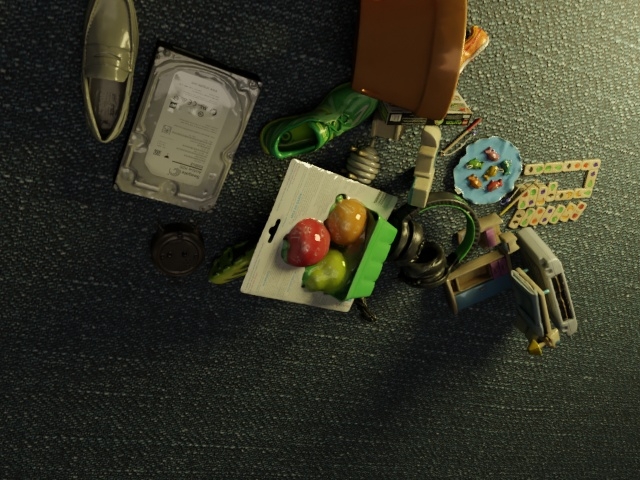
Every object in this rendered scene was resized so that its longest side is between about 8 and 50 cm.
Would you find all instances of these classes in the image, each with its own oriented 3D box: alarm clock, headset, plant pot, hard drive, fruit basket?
[{"bbox_3d":[-0.347,0.042,1.664,0.130,0.064,0.192,-2,124,-16],"label":"alarm clock"},{"bbox_3d":[0.242,0.050,1.772,0.394,0.185,0.243,-39,123,12],"label":"headset"},{"bbox_3d":[0.173,-0.407,1.439,0.204,0.290,0.290,5,120,-1],"label":"plant pot"},{"bbox_3d":[-0.297,-0.239,1.506,0.237,0.064,0.338,16,115,-24],"label":"hard drive"},{"bbox_3d":[0.000,0.000,1.631,0.353,0.165,0.326,16,100,-35],"label":"fruit basket"}]

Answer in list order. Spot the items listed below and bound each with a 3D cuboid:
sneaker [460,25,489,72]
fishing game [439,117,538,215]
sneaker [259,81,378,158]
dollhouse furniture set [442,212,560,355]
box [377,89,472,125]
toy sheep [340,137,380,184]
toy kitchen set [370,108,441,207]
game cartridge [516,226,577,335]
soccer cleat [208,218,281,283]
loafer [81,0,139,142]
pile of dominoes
[{"bbox_3d":[0.313,-0.424,1.593,0.067,0.064,0.175,40,98,-11],"label":"sneaker"},{"bbox_3d":[0.434,-0.177,1.765,0.189,0.041,0.264,-41,114,10],"label":"fishing game"},{"bbox_3d":[0.008,-0.259,1.550,0.296,0.123,0.109,-28,124,0],"label":"sneaker"},{"bbox_3d":[0.473,0.142,1.830,0.198,0.303,0.286,-24,124,-3],"label":"dollhouse furniture set"},{"bbox_3d":[0.237,-0.314,1.591,0.207,0.114,0.036,-2,134,-15],"label":"box"},{"bbox_3d":[0.102,-0.185,1.649,0.091,0.091,0.132,18,108,-26],"label":"toy sheep"},{"bbox_3d":[0.200,-0.212,1.666,0.166,0.122,0.207,14,126,10],"label":"toy kitchen set"},{"bbox_3d":[0.634,0.109,1.922,0.060,0.196,0.294,-27,124,0],"label":"game cartridge"},{"bbox_3d":[-0.145,0.035,1.701,0.289,0.093,0.121,-34,126,5],"label":"soccer cleat"},{"bbox_3d":[-0.422,-0.351,1.368,0.112,0.111,0.319,0,120,-17],"label":"loafer"},{"bbox_3d":[0.649,-0.121,1.883,0.251,0.040,0.195,-6,122,-13],"label":"pile of dominoes"}]
